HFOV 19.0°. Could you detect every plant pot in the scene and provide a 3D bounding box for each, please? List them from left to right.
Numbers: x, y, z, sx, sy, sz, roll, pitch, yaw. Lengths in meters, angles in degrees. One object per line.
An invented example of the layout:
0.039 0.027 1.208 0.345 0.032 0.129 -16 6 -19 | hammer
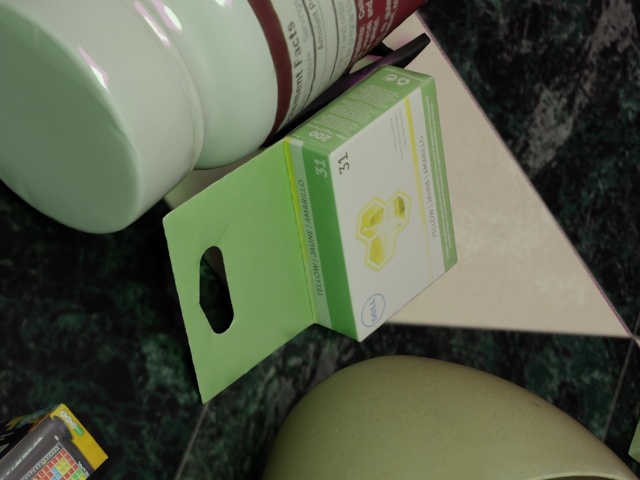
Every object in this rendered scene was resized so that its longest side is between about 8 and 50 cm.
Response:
0.064 0.190 1.311 0.284 0.284 0.191 -1 41 -32 | plant pot

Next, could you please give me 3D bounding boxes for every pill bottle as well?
-0.067 -0.190 1.336 0.392 0.224 0.224 -43 100 -33 | pill bottle

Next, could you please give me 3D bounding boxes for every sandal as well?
0.016 -0.128 1.469 0.179 0.067 0.040 -30 82 -32 | sandal

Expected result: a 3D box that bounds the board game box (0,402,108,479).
-0.224 0.171 1.165 0.048 0.170 0.141 51 57 -11 | board game box

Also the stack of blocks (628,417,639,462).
0.379 0.059 1.575 0.087 0.171 0.297 35 60 -19 | stack of blocks

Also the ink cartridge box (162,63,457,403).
0.000 0.000 1.376 0.235 0.056 0.171 -38 133 -35 | ink cartridge box
